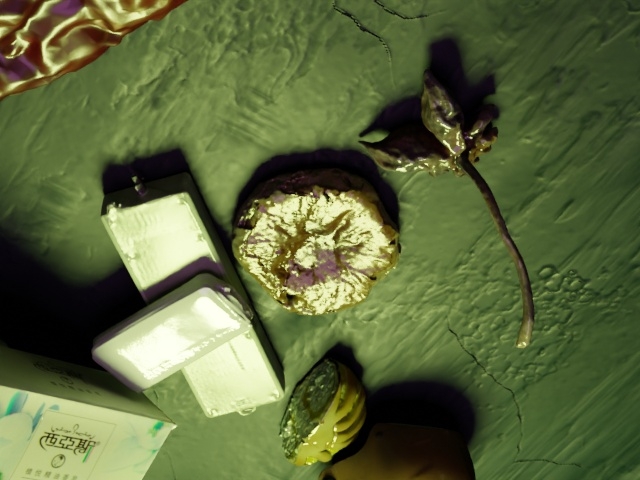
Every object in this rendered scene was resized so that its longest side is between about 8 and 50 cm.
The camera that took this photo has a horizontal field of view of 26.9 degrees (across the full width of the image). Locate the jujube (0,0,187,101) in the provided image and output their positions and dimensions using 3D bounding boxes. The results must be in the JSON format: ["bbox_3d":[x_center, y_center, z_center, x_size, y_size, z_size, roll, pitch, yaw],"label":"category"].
[{"bbox_3d":[-0.240,-0.274,1.120,0.376,0.276,0.276,-18,127,10],"label":"jujube"}]

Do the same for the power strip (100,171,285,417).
[{"bbox_3d":[-0.142,0.065,1.535,0.106,0.043,0.367,-15,128,9],"label":"power strip"}]

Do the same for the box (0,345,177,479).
[{"bbox_3d":[-0.334,0.241,1.520,0.274,0.116,0.203,23,100,-47],"label":"box"}]

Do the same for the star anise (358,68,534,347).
[{"bbox_3d":[0.144,-0.029,1.377,0.148,0.227,0.218,-21,138,5],"label":"star anise"}]

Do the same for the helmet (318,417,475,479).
[{"bbox_3d":[0.104,0.332,1.678,0.198,0.130,0.224,16,122,-36],"label":"helmet"}]

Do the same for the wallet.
[{"bbox_3d":[-0.167,0.104,1.517,0.190,0.033,0.095,-32,125,22],"label":"wallet"}]

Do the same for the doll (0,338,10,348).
[{"bbox_3d":[-0.400,0.194,1.589,0.135,0.098,0.241,-33,136,-28],"label":"doll"}]

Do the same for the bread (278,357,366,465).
[{"bbox_3d":[0.008,0.223,1.654,0.094,0.083,0.157,23,123,-36],"label":"bread"}]

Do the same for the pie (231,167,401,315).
[{"bbox_3d":[0.000,0.000,1.490,0.195,0.046,0.195,-2,128,-3],"label":"pie"}]
